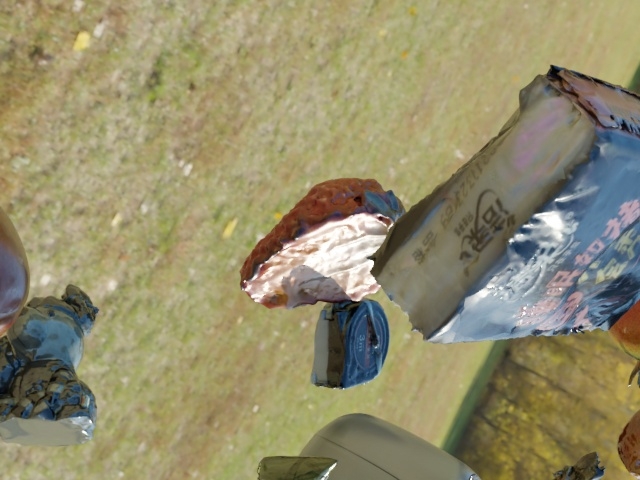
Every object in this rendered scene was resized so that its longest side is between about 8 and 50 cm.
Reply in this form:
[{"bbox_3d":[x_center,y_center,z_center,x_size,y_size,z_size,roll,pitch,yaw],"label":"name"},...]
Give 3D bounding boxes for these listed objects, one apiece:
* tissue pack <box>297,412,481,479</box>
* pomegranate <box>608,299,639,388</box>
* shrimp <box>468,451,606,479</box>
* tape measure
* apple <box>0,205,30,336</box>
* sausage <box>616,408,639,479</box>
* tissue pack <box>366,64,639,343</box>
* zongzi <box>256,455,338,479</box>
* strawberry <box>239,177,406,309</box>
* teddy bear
[{"bbox_3d":[0.121,0.426,1.543,0.236,0.333,0.229,-48,132,-21],"label":"tissue pack"},{"bbox_3d":[0.567,0.128,1.526,0.221,0.221,0.256,14,93,-75],"label":"pomegranate"},{"bbox_3d":[0.262,0.322,1.201,0.046,0.152,0.219,-90,-154,-43],"label":"shrimp"},{"bbox_3d":[0.060,0.201,1.885,0.181,0.107,0.182,9,83,-56],"label":"tape measure"},{"bbox_3d":[-0.380,0.031,0.933,0.181,0.168,0.181,-21,168,-4],"label":"apple"},{"bbox_3d":[0.427,0.198,1.073,0.348,0.097,0.094,-15,133,-55],"label":"sausage"},{"bbox_3d":[0.223,-0.023,0.839,0.332,0.123,0.245,3,131,-48],"label":"tissue pack"},{"bbox_3d":[-0.036,0.338,1.405,0.113,0.104,0.052,115,-13,-54],"label":"zongzi"},{"bbox_3d":[0.000,0.000,1.771,0.265,0.336,0.149,54,16,-49],"label":"strawberry"},{"bbox_3d":[-0.401,0.171,1.305,0.171,0.251,0.144,-23,145,6],"label":"teddy bear"}]
